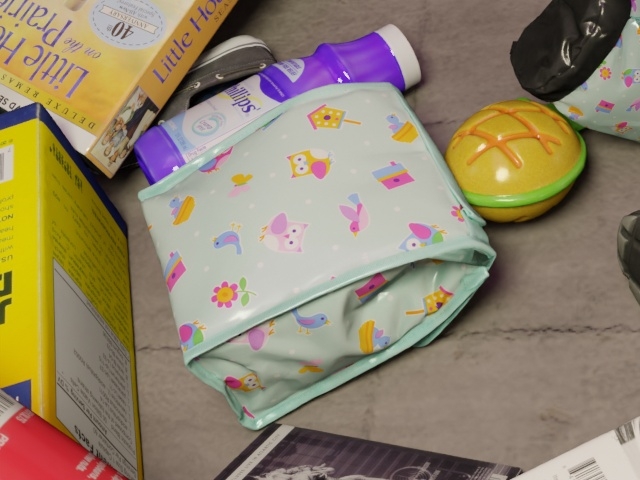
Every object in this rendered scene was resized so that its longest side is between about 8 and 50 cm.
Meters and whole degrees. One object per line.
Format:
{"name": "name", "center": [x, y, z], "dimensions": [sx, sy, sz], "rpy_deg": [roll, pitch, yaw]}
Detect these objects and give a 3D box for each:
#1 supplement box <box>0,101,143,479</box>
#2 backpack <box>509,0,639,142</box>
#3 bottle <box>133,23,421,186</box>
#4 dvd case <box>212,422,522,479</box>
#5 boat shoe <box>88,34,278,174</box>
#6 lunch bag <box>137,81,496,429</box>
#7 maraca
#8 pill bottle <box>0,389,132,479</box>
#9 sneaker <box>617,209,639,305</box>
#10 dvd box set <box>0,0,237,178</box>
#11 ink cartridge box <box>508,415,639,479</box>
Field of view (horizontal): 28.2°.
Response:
{"name": "supplement box", "center": [-0.287, 0.089, 1.116], "dimensions": [0.195, 0.194, 0.357], "rpy_deg": [-18, 49, 8]}
{"name": "backpack", "center": [0.276, -0.154, 1.109], "dimensions": [0.182, 0.152, 0.115], "rpy_deg": [15, 55, -22]}
{"name": "bottle", "center": [-0.038, -0.118, 1.239], "dimensions": [0.282, 0.092, 0.118], "rpy_deg": [-29, 29, -7]}
{"name": "dvd case", "center": [0.022, 0.199, 0.970], "dimensions": [0.221, 0.018, 0.164], "rpy_deg": [7, 23, 25]}
{"name": "boat shoe", "center": [-0.137, -0.127, 1.310], "dimensions": [0.228, 0.080, 0.076], "rpy_deg": [-30, 47, -13]}
{"name": "lunch bag", "center": [0.000, 0.000, 1.099], "dimensions": [0.262, 0.160, 0.223], "rpy_deg": [-29, 48, 6]}
{"name": "maraca", "center": [0.176, -0.081, 1.135], "dimensions": [0.127, 0.099, 0.186], "rpy_deg": [8, 36, 22]}
{"name": "pill bottle", "center": [-0.179, 0.257, 0.822], "dimensions": [0.407, 0.229, 0.229], "rpy_deg": [36, 68, -1]}
{"name": "sneaker", "center": [0.349, 0.048, 0.983], "dimensions": [0.106, 0.101, 0.267], "rpy_deg": [-30, 47, -29]}
{"name": "dvd box set", "center": [-0.215, -0.301, 1.327], "dimensions": [0.307, 0.062, 0.420], "rpy_deg": [29, 79, 29]}
{"name": "ink cartridge box", "center": [0.246, 0.204, 0.889], "dimensions": [0.203, 0.086, 0.148], "rpy_deg": [-25, 49, 0]}
